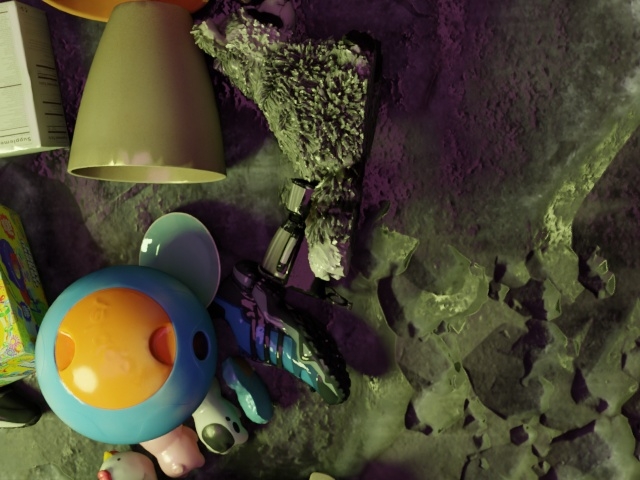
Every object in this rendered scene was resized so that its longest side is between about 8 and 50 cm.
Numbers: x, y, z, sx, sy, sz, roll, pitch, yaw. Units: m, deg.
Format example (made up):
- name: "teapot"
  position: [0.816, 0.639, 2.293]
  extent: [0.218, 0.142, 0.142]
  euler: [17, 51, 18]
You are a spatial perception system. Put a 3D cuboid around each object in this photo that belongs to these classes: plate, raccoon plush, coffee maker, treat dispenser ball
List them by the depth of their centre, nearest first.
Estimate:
- name: "raccoon plush"
  position: [-0.073, -0.182, 1.418]
  extent: [0.299, 0.216, 0.446]
  euler: [7, 66, 8]
- name: "treat dispenser ball"
  position: [-0.311, 0.183, 1.458]
  extent: [0.288, 0.288, 0.288]
  euler: [1, 97, 6]
- name: "coffee maker"
  position: [0.000, 0.000, 1.546]
  extent: [0.171, 0.120, 0.178]
  euler: [20, 100, -20]
- name: "plate"
  position: [-0.243, 0.044, 1.583]
  extent: [0.188, 0.024, 0.188]
  euler: [2, 94, 33]

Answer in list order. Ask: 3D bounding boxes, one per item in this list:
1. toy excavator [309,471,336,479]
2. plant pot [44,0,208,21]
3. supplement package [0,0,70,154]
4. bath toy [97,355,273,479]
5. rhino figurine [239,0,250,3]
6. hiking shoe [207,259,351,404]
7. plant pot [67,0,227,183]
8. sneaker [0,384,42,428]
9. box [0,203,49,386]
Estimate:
- name: "toy excavator"
  position: [-0.236, 0.506, 1.504]
  extent: [0.433, 0.445, 0.222]
  euler: [7, 121, 36]
- name: "plant pot"
  position: [-0.316, -0.497, 1.439]
  extent: [0.291, 0.291, 0.203]
  euler: [-1, 81, 6]
- name: "supplement package"
  position: [-0.537, -0.269, 1.546]
  extent: [0.139, 0.134, 0.244]
  euler: [-8, 96, 7]
- name: "bath toy"
  position: [-0.259, 0.344, 1.596]
  extent: [0.348, 0.129, 0.151]
  euler: [-38, 58, 8]
- name: "rhino figurine"
  position: [-0.099, -0.509, 1.493]
  extent: [0.073, 0.106, 0.243]
  euler: [12, 98, -27]
- name: "hiking shoe"
  position: [-0.072, 0.178, 1.576]
  extent: [0.132, 0.113, 0.304]
  euler: [-43, 81, 16]
- name: "plant pot"
  position: [-0.279, -0.242, 1.485]
  extent: [0.256, 0.256, 0.274]
  euler: [1, 87, 6]
- name: "sneaker"
  position: [-0.636, 0.249, 1.637]
  extent: [0.283, 0.107, 0.124]
  euler: [18, 93, 4]
- name: "box"
  position: [-0.631, 0.115, 1.534]
  extent: [0.279, 0.177, 0.290]
  euler: [-23, 77, 1]
